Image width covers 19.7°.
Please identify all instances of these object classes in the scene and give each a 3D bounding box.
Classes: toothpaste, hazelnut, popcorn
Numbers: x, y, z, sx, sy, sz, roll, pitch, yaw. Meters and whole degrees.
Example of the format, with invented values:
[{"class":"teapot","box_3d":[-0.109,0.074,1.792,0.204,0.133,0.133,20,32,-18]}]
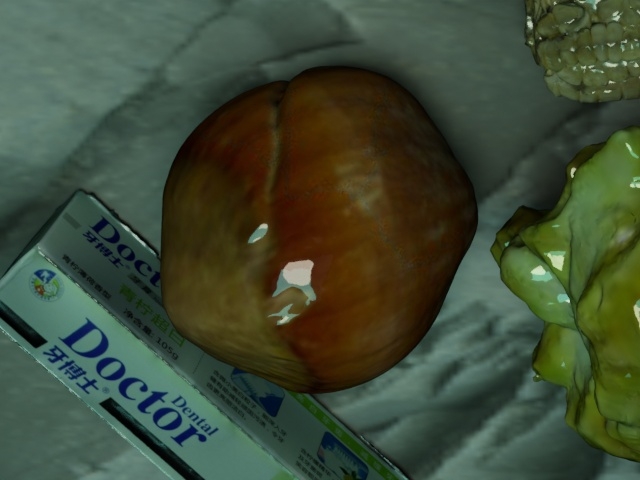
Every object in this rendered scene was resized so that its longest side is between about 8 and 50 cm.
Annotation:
[{"class":"toothpaste","box_3d":[-0.047,0.114,1.095,0.336,0.081,0.067,42,116,-9]},{"class":"hazelnut","box_3d":[0.000,0.000,0.994,0.182,0.182,0.182,3,113,8]},{"class":"popcorn","box_3d":[0.201,0.022,0.949,0.183,0.204,0.221,61,156,18]}]

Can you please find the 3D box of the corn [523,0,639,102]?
[{"class":"corn","box_3d":[0.212,-0.116,0.960,0.211,0.087,0.087,-3,113,4]}]
